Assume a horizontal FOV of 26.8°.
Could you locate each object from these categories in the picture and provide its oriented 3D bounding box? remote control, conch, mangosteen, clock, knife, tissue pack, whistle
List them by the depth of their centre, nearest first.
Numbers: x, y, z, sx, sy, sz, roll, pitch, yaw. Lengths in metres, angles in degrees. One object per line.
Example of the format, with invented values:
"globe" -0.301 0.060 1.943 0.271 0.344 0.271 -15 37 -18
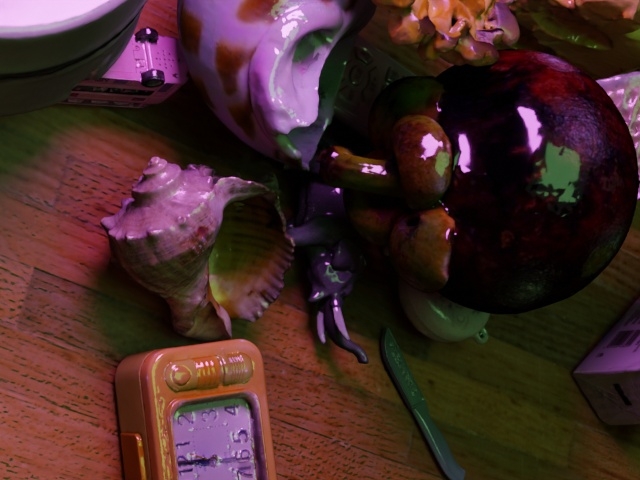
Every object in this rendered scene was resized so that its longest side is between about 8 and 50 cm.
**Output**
"clock" -0.125 0.207 1.366 0.143 0.096 0.202 -4 86 -38
"conch" -0.118 0.006 1.367 0.163 0.178 0.245 -92 168 -55
"conch" -0.038 -0.246 1.392 0.368 0.197 0.249 -59 154 -43
"mangosteen" 0.186 -0.064 1.443 0.311 0.311 0.311 6 79 -34
"remote control" 0.015 -0.190 1.554 0.313 0.055 0.109 32 60 -21
"knife" 0.117 0.198 1.579 0.028 0.015 0.210 -33 101 -27
"whistle" 0.116 0.022 1.579 0.258 0.067 0.126 53 45 -11
"tissue pack" 0.471 0.152 1.741 0.229 0.159 0.145 -43 107 -32

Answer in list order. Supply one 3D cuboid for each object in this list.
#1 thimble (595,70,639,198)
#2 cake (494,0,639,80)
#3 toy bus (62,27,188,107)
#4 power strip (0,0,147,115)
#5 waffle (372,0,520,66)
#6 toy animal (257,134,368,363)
"thimble" 0.364 -0.116 1.651 0.271 0.271 0.150 -11 88 -35
"cake" 0.319 -0.333 1.637 0.222 0.286 0.227 21 71 -30
"toy bus" -0.236 -0.175 1.352 0.203 0.090 0.063 1 71 -35
"power strip" -0.319 -0.300 1.218 0.357 0.161 0.357 7 66 -16
"waffle" 0.099 -0.315 1.351 0.329 0.062 0.329 26 55 -45
"toy animal" -0.008 0.002 1.484 0.137 0.082 0.269 3 80 -33
